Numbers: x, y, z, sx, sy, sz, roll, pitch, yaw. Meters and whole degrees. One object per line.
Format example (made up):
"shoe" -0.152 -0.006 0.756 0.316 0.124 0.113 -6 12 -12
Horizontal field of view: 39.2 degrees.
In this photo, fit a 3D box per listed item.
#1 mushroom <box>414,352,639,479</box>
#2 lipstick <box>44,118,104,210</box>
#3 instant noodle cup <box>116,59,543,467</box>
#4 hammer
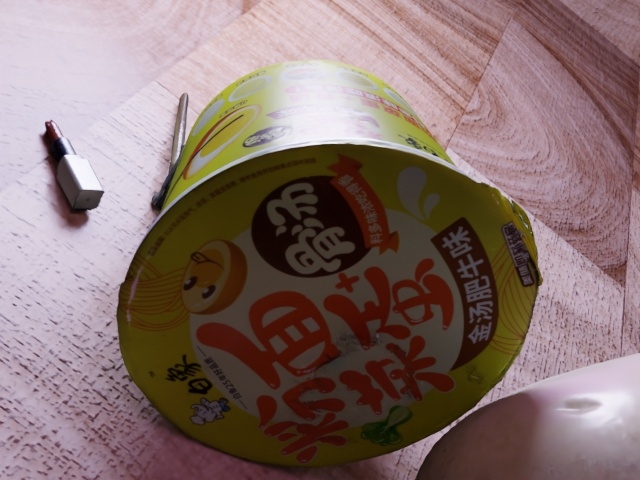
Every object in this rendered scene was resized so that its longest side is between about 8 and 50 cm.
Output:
"mushroom" 0.200 0.224 0.689 0.315 0.356 0.315 38 -10 8
"lipstick" -0.229 -0.073 0.817 0.025 0.025 0.107 -1 47 -44
"instant noodle cup" 0.000 0.000 0.737 0.311 0.311 0.221 25 29 -21
"hammer" -0.143 -0.105 0.913 0.017 0.062 0.182 26 31 -22
